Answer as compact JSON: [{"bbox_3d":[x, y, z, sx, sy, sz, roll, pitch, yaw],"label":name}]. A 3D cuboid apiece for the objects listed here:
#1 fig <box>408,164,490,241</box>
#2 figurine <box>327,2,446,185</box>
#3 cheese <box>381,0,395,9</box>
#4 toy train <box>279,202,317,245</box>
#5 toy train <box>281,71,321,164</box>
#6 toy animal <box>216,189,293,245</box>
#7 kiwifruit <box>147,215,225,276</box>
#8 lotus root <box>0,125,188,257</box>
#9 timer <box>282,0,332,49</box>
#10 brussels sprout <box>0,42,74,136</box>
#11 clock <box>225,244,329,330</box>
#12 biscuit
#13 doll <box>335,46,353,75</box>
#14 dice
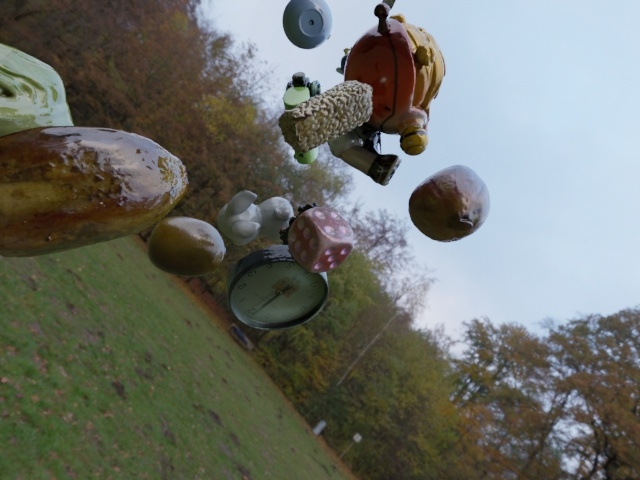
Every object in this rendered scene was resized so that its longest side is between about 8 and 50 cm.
[{"bbox_3d":[0.362,-0.099,1.134,0.224,0.224,0.263,44,7,15],"label":"fig"},{"bbox_3d":[0.133,-0.308,0.855,0.323,0.196,0.320,114,-31,-41],"label":"figurine"},{"bbox_3d":[0.241,-0.777,1.134,0.127,0.054,0.251,22,-48,-6],"label":"cheese"},{"bbox_3d":[-0.045,-0.029,1.028,0.050,0.138,0.087,31,-12,34],"label":"toy train"},{"bbox_3d":[-0.049,-0.334,1.151,0.105,0.157,0.253,7,-34,13],"label":"toy train"},{"bbox_3d":[-0.167,-0.057,1.085,0.179,0.193,0.127,-13,-101,50],"label":"toy animal"},{"bbox_3d":[-0.418,0.022,1.287,0.234,0.195,0.196,13,-4,-21],"label":"kiwifruit"},{"bbox_3d":[-0.353,-0.082,0.605,0.193,0.291,0.193,32,-50,47],"label":"lotus root"},{"bbox_3d":[-0.034,-0.702,1.323,0.175,0.175,0.255,51,18,-8],"label":"timer"},{"bbox_3d":[-0.694,-0.275,0.868,0.247,0.328,0.328,66,-18,-7],"label":"brussels sprout"},{"bbox_3d":[-0.092,0.110,0.890,0.049,0.226,0.226,-107,171,-51],"label":"clock"},{"bbox_3d":[0.011,-0.215,0.691,0.070,0.169,0.082,41,-24,41],"label":"biscuit"},{"bbox_3d":[0.094,-0.491,1.185,0.058,0.099,0.142,-11,92,-68],"label":"doll"},{"bbox_3d":[0.000,0.000,0.761,0.094,0.091,0.093,-55,-127,31],"label":"dice"}]
